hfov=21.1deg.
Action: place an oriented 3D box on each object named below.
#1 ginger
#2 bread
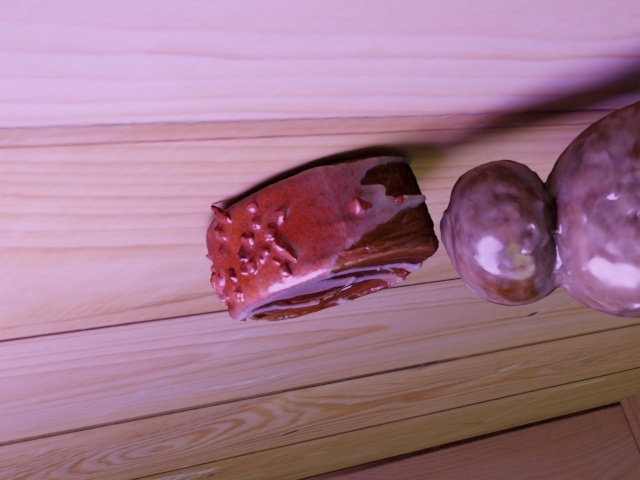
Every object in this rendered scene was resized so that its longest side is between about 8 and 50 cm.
[{"bbox_3d":[0.231,-0.030,1.172,0.244,0.155,0.304,-15,175,44],"label":"ginger"},{"bbox_3d":[0.000,0.000,1.159,0.160,0.073,0.160,-17,170,-3],"label":"bread"}]
